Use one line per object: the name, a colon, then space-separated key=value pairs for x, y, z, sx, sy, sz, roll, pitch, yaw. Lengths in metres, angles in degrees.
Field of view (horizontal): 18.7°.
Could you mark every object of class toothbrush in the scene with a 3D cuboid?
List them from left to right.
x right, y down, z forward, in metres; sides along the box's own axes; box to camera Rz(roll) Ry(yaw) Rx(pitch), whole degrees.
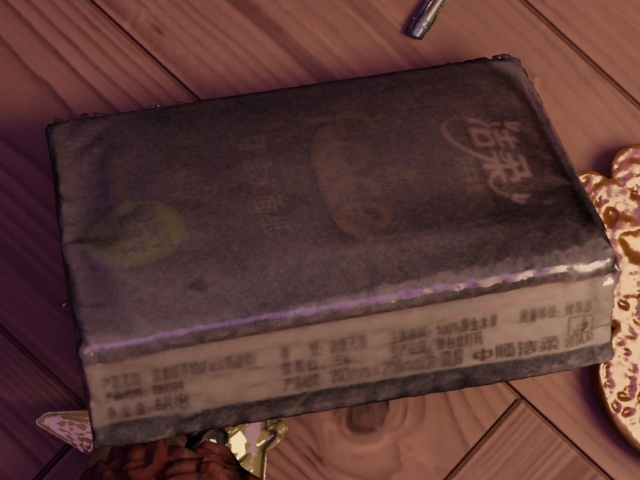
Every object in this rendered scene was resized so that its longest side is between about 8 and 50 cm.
toothbrush: x=0.136 y=-0.262 z=1.639 sx=0.016 sy=0.019 sz=0.219 roll=34 pitch=86 yaw=-24

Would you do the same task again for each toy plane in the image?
toy plane: x=-0.093 y=0.111 z=1.566 sx=0.256 sy=0.104 sz=0.242 roll=-37 pitch=96 yaw=2

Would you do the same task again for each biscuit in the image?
biscuit: x=0.298 y=0.060 z=1.608 sx=0.202 sy=0.044 sz=0.289 roll=-34 pitch=86 yaw=-5

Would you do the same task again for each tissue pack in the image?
tissue pack: x=0.000 y=0.000 z=1.484 sx=0.394 sy=0.288 sz=0.124 roll=-8 pitch=130 yaw=-7

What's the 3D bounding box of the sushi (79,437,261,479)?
sushi: x=-0.112 y=0.284 z=1.484 sx=0.236 sy=0.171 sz=0.270 roll=-25 pitch=108 yaw=11
